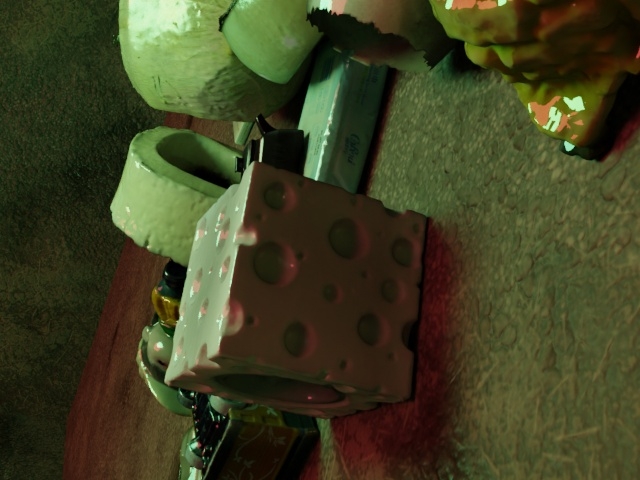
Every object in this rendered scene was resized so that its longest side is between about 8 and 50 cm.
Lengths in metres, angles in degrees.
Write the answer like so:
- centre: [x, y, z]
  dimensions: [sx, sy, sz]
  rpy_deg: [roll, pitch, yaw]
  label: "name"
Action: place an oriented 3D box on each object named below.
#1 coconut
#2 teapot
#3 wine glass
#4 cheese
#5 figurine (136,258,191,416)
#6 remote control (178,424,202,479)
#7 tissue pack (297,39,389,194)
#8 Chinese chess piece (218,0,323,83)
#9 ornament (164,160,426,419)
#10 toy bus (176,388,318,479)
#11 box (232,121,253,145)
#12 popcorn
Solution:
- centre: [-0.164, -0.423, 1.613]
  dimensions: [0.404, 0.404, 0.405]
  rpy_deg: [-164, 90, -70]
  label: "coconut"
- centre: [-0.086, -0.111, 1.293]
  dimensions: [0.087, 0.096, 0.177]
  rpy_deg: [147, 129, -67]
  label: "teapot"
- centre: [0.117, -0.381, 1.017]
  dimensions: [0.323, 0.238, 0.238]
  rpy_deg: [-64, 20, -2]
  label: "wine glass"
- centre: [-0.206, -0.076, 1.544]
  dimensions: [0.153, 0.332, 0.292]
  rpy_deg: [-65, -5, 23]
  label: "cheese"
- centre: [-0.253, 0.164, 1.610]
  dimensions: [0.204, 0.185, 0.332]
  rpy_deg: [-89, 12, -68]
  label: "figurine"
- centre: [-0.236, 0.494, 1.534]
  dimensions: [0.128, 0.065, 0.335]
  rpy_deg: [129, 150, -51]
  label: "remote control"
- centre: [0.026, -0.186, 1.312]
  dimensions: [0.177, 0.089, 0.263]
  rpy_deg: [-178, 100, -72]
  label: "tissue pack"
- centre: [-0.009, -0.412, 1.301]
  dimensions: [0.349, 0.146, 0.349]
  rpy_deg: [-49, 9, 10]
  label: "Chinese chess piece"
- centre: [-0.035, 0.078, 1.052]
  dimensions: [0.240, 0.239, 0.240]
  rpy_deg: [145, 137, -60]
  label: "ornament"
- centre: [-0.117, 0.237, 1.268]
  dimensions: [0.139, 0.167, 0.275]
  rpy_deg: [-65, 27, 23]
  label: "toy bus"
- centre: [-0.160, -0.351, 1.999]
  dimensions: [0.122, 0.032, 0.220]
  rpy_deg: [-100, 31, -51]
  label: "box"
- centre: [0.196, -0.263, 0.703]
  dimensions: [0.293, 0.237, 0.293]
  rpy_deg: [-44, 37, 48]
  label: "popcorn"
